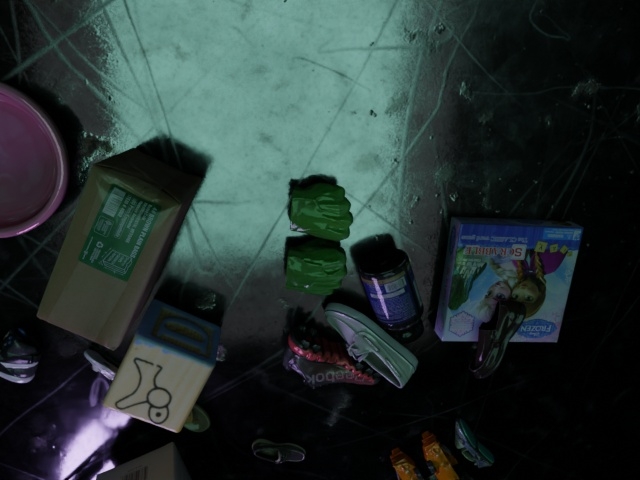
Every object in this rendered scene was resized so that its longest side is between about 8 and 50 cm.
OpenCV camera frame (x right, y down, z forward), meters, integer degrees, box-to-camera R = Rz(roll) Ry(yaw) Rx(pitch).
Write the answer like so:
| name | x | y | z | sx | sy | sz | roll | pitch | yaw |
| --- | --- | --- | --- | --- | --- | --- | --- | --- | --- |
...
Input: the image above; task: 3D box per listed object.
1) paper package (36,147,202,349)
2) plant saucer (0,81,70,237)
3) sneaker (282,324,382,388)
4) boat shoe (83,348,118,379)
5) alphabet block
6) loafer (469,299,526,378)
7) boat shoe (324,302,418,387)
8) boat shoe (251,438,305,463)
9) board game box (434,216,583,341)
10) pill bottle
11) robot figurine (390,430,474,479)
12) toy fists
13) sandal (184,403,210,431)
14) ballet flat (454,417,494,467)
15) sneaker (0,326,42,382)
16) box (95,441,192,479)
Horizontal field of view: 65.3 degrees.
| name | x | y | z | sx | sy | sz | roll | pitch | yaw |
| --- | --- | --- | --- | --- | --- | --- | --- | --- | --- |
| paper package | -0.394 | 0.002 | 1.019 | 0.168 | 0.309 | 0.324 | 25 | 102 | -13 |
| plant saucer | -0.695 | -0.173 | 1.051 | 0.332 | 0.084 | 0.332 | -2 | 108 | -6 |
| sneaker | 0.024 | 0.320 | 1.277 | 0.276 | 0.097 | 0.135 | 24 | 112 | -17 |
| boat shoe | -0.553 | 0.312 | 1.246 | 0.035 | 0.035 | 0.100 | -43 | 113 | 5 |
| alphabet block | -0.364 | 0.290 | 1.175 | 0.192 | 0.193 | 0.197 | 27 | 103 | -12 |
| loafer | 0.421 | 0.238 | 1.239 | 0.078 | 0.080 | 0.220 | 24 | 100 | -3 |
| boat shoe | 0.110 | 0.259 | 1.228 | 0.267 | 0.096 | 0.088 | 38 | 58 | 1 |
| boat shoe | -0.114 | 0.586 | 1.369 | 0.152 | 0.049 | 0.056 | 13 | 105 | -10 |
| board game box | 0.471 | 0.104 | 1.270 | 0.319 | 0.066 | 0.318 | 1 | 108 | -6 |
| pill bottle | 0.180 | 0.139 | 1.217 | 0.123 | 0.123 | 0.219 | -20 | 113 | 1 |
| robot figurine | 0.331 | 0.696 | 1.433 | 0.211 | 0.085 | 0.291 | -29 | 107 | 4 |
| toy fists | 0.000 | 0.000 | 1.175 | 0.142 | 0.096 | 0.279 | 7 | 108 | 2 |
| sandal | -0.362 | 0.440 | 1.297 | 0.072 | 0.049 | 0.180 | -36 | 108 | 6 |
| ballet flat | 0.420 | 0.583 | 1.421 | 0.070 | 0.070 | 0.188 | -38 | 104 | 6 |
| sneaker | -0.775 | 0.248 | 1.185 | 0.217 | 0.079 | 0.121 | 23 | 101 | -21 |
| box | -0.423 | 0.751 | 1.310 | 0.215 | 0.168 | 0.345 | -20 | 108 | -11 |
